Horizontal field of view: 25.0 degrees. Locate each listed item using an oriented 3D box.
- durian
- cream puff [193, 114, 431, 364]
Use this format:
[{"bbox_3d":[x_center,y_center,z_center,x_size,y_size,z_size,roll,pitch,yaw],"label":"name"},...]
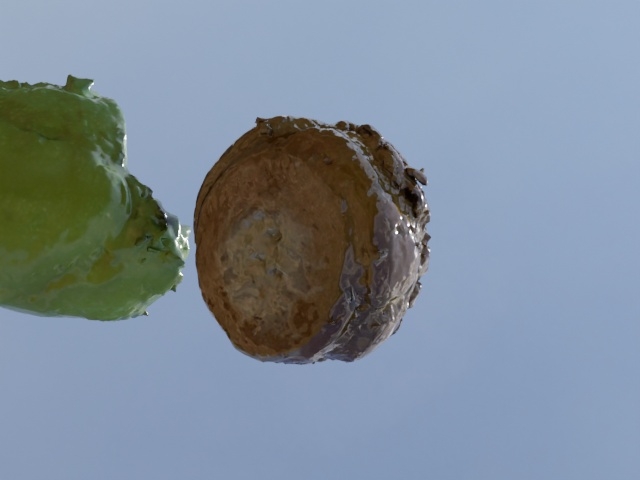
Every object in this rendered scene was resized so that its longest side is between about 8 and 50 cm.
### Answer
[{"bbox_3d":[-0.304,-0.046,1.478,0.204,0.340,0.256,104,-14,-51],"label":"durian"},{"bbox_3d":[0.000,0.000,0.876,0.165,0.150,0.115,-39,169,34],"label":"cream puff"}]
